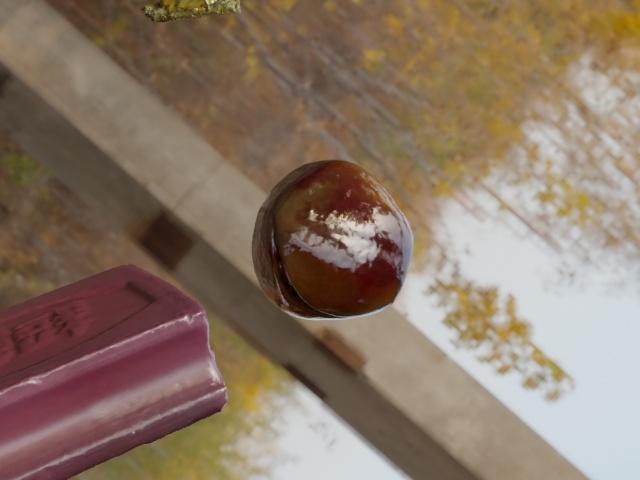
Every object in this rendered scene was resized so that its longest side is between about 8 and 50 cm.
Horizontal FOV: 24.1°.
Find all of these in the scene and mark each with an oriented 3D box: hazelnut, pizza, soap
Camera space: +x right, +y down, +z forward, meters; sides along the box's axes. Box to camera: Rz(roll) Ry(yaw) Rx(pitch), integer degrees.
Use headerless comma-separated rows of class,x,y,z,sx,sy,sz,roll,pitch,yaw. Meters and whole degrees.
hazelnut,0.000,0.000,1.740,0.208,0.208,0.208,-49,-179,1
pizza,-0.111,-0.244,1.518,0.123,0.026,0.108,-23,-155,-36
soap,-0.301,0.158,1.527,0.359,0.128,0.233,-22,-160,-23
